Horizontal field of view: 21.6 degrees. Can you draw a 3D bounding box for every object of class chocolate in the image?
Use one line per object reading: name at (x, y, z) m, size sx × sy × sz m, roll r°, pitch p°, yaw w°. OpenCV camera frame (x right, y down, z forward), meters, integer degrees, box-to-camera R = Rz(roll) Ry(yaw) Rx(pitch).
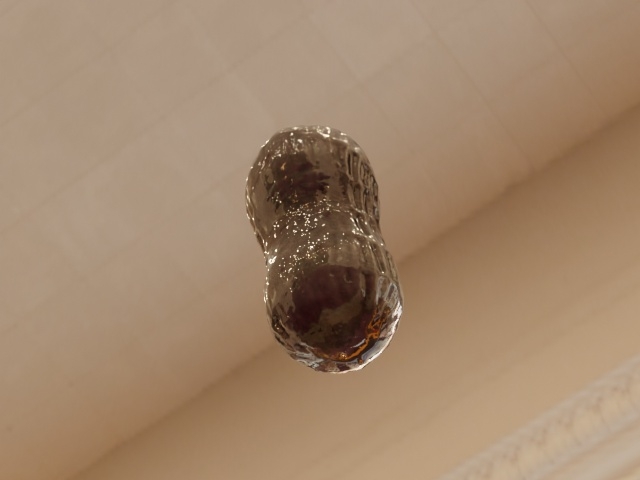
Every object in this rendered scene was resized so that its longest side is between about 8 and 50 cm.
chocolate at (0.000, 0.000, 0.854) m, size 0.072 × 0.167 × 0.072 m, roll -4°, pitch -48°, yaw -5°
